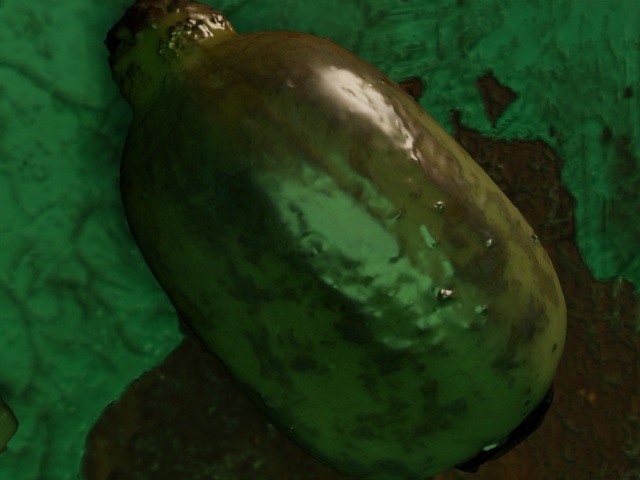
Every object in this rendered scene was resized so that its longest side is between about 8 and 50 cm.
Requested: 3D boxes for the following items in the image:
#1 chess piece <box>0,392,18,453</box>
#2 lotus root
[{"bbox_3d":[-0.213,0.063,0.960,0.066,0.066,0.122,-31,107,-8],"label":"chess piece"},{"bbox_3d":[0.000,0.000,0.969,0.173,0.173,0.309,-45,104,-2],"label":"lotus root"}]
